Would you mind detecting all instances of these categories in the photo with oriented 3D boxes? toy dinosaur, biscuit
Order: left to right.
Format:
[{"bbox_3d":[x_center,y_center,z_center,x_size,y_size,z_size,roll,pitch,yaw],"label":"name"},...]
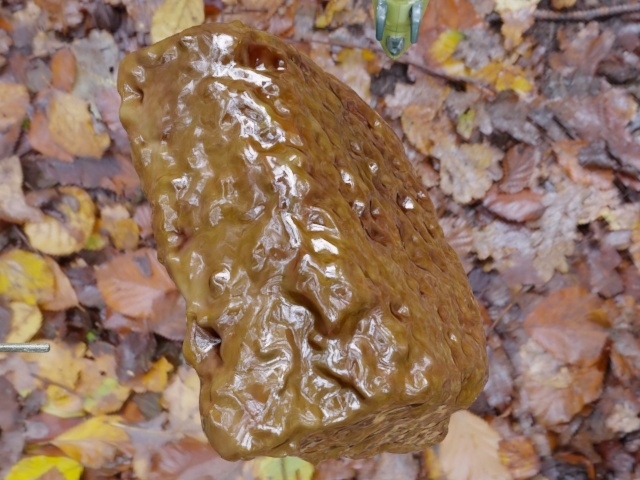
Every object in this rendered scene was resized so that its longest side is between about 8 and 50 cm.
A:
[{"bbox_3d":[0.000,0.000,0.792,0.166,0.342,0.395,-30,65,21],"label":"biscuit"},{"bbox_3d":[0.070,-0.278,0.658,0.094,0.259,0.153,3,53,1],"label":"toy dinosaur"}]

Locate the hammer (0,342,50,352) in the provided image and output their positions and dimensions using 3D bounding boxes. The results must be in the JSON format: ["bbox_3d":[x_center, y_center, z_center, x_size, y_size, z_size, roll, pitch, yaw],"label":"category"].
[{"bbox_3d":[-0.490,0.134,1.051,0.292,0.029,0.058,3,28,-18],"label":"hammer"}]
